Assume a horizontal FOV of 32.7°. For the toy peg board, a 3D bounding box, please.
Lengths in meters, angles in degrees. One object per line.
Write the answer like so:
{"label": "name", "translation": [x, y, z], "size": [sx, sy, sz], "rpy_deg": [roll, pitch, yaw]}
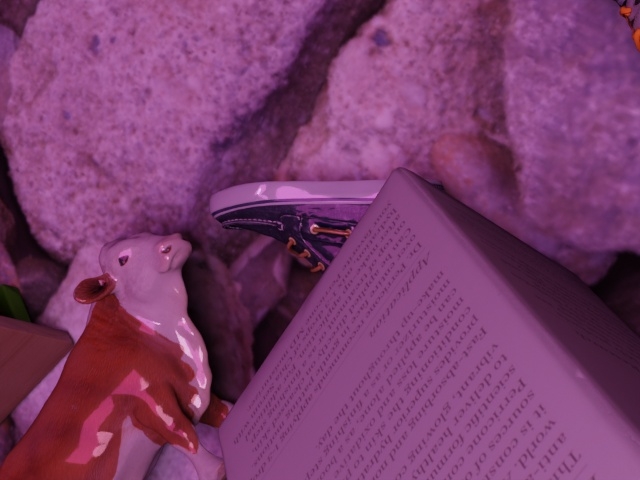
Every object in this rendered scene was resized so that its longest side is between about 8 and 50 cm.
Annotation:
{"label": "toy peg board", "translation": [-0.322, 0.096, 0.897], "size": [0.161, 0.161, 0.079], "rpy_deg": [-45, 55, 16]}

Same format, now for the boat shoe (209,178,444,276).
{"label": "boat shoe", "translation": [0.000, 0.000, 0.796], "size": [0.183, 0.065, 0.083], "rpy_deg": [-1, 85, 24]}

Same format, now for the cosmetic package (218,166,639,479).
{"label": "cosmetic package", "translation": [0.093, 0.154, 0.546], "size": [0.161, 0.453, 0.230], "rpy_deg": [30, 103, -20]}

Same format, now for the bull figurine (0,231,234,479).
{"label": "bull figurine", "translation": [-0.148, 0.146, 0.837], "size": [0.188, 0.101, 0.310], "rpy_deg": [37, 102, 20]}

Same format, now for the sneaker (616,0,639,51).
{"label": "sneaker", "translation": [0.214, -0.170, 0.704], "size": [0.083, 0.084, 0.214], "rpy_deg": [-12, 73, 26]}
